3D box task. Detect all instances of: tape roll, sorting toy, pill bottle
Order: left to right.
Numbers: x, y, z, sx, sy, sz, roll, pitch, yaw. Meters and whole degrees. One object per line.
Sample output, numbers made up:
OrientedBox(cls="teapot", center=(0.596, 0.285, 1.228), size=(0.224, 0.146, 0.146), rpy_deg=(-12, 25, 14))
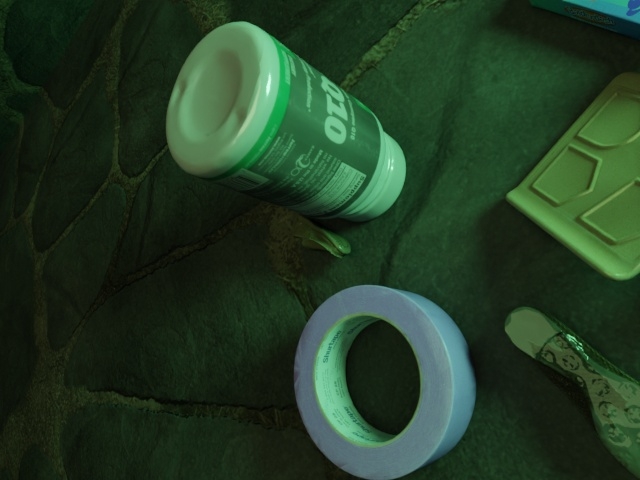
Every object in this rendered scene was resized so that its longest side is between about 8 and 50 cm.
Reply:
OrientedBox(cls="pill bottle", center=(-0.028, -0.148, 0.701), size=(0.204, 0.361, 0.204), rpy_deg=(-10, 74, 37))
OrientedBox(cls="tape roll", center=(0.090, 0.209, 0.702), size=(0.275, 0.090, 0.274), rpy_deg=(-10, 73, 36))
OrientedBox(cls="sorting toy", center=(0.381, -0.060, 0.510), size=(0.229, 0.041, 0.307), rpy_deg=(-49, 33, 16))

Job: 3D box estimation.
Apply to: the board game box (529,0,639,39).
OrientedBox(cls="board game box", center=(0.414, -0.367, 0.604), size=(0.210, 0.047, 0.160), rpy_deg=(45, 108, 37))

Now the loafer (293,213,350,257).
OrientedBox(cls="loafer", center=(0.000, 0.000, 0.846), size=(0.148, 0.056, 0.050), rpy_deg=(37, 104, 48))

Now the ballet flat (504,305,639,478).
OrientedBox(cls="ballet flat", center=(0.328, 0.177, 0.549), size=(0.084, 0.058, 0.250), rpy_deg=(-50, 59, 13))
